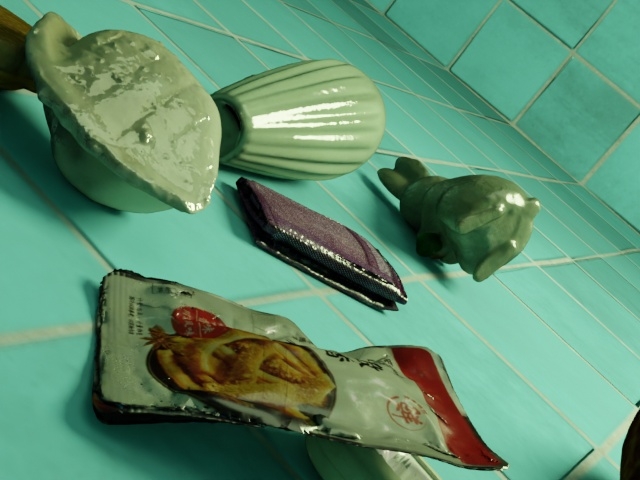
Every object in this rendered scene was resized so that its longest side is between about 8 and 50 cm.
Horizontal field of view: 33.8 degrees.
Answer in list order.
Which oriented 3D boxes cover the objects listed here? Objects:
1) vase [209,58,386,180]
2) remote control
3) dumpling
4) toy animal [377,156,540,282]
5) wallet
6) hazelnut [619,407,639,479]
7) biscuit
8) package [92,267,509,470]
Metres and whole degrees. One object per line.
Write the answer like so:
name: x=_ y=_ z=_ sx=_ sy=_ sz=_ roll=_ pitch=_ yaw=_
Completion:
vase: x=-0.032 y=-0.119 z=1.061 sx=0.128 sy=0.128 sz=0.248 roll=44 pitch=27 yaw=18
remote control: x=0.074 y=0.181 z=0.629 sx=0.221 sy=0.042 sz=0.078 roll=46 pitch=17 yaw=26
dumpling: x=-0.148 y=-0.088 z=0.758 sx=0.150 sy=0.092 sz=0.176 roll=16 pitch=57 yaw=-42
toy animal: x=0.156 y=-0.034 z=1.244 sx=0.108 sy=0.138 sz=0.236 roll=65 pitch=-8 yaw=-21
wallet: x=0.001 y=-0.001 z=0.966 sx=0.166 sy=0.030 sz=0.111 roll=28 pitch=21 yaw=-29
hazelnut: x=0.351 y=0.216 z=0.893 sx=0.218 sy=0.218 sz=0.233 roll=26 pitch=39 yaw=-35
biscuit: x=-0.274 y=-0.158 z=0.785 sx=0.170 sy=0.050 sz=0.170 roll=32 pitch=9 yaw=-6
package: x=-0.017 y=0.081 z=0.631 sx=0.239 sy=0.030 sz=0.154 roll=16 pitch=20 yaw=-17
